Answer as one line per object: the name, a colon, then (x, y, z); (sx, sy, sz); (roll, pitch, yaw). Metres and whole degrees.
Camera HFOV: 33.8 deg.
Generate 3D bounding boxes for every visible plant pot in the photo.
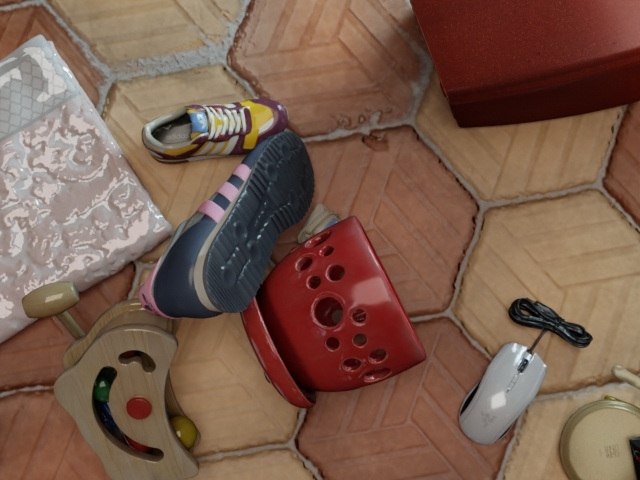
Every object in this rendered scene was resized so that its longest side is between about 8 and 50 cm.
plant pot: (0.238, -0.271, 1.260); (0.236, 0.267, 0.267); (-21, 82, 9)
plant pot: (0.009, 0.090, 1.235); (0.174, 0.191, 0.191); (-26, 82, 6)

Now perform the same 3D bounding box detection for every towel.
towel: (-0.403, -0.051, 1.319); (0.332, 0.053, 0.317); (-32, 83, -4)

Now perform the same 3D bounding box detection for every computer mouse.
computer mouse: (0.242, 0.166, 1.292); (0.106, 0.042, 0.193); (33, 83, 4)

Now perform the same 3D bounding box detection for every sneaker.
sneaker: (-0.130, -0.139, 1.315); (0.186, 0.084, 0.069); (-16, 82, -2)
sneaker: (-0.110, -0.025, 1.239); (0.131, 0.319, 0.112); (-13, 116, 30)

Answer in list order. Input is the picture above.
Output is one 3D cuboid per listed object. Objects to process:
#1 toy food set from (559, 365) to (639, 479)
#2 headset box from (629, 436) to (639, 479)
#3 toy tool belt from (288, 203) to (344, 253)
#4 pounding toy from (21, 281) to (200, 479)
toy food set: (0.358, 0.259, 1.287); (0.132, 0.038, 0.192); (34, 90, 11)
headset box: (0.451, 0.372, 1.156); (0.110, 0.218, 0.293); (-12, 93, -2)
toy tool belt: (0.000, 0.000, 1.312); (0.051, 0.052, 0.083); (29, 83, 12)
pounding toy: (-0.219, 0.143, 1.245); (0.154, 0.155, 0.269); (-23, 113, 7)
